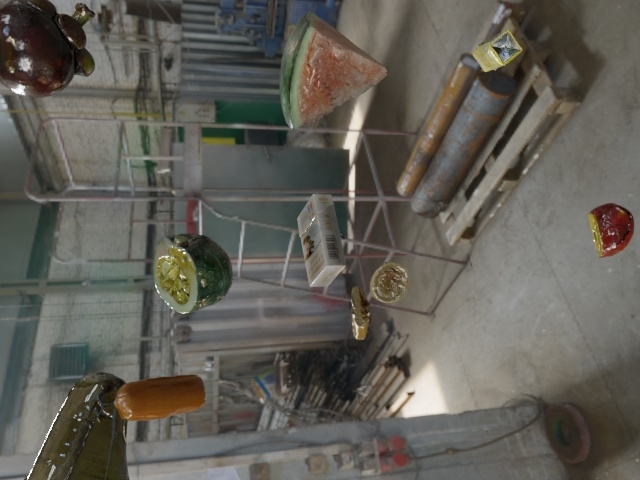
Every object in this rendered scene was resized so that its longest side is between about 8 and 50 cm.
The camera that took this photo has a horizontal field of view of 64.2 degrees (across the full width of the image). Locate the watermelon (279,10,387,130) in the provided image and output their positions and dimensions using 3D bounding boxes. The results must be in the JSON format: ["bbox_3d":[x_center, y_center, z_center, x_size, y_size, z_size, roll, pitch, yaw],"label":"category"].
[{"bbox_3d":[0.002,-0.490,1.429,0.250,0.293,0.283,54,145,36],"label":"watermelon"}]

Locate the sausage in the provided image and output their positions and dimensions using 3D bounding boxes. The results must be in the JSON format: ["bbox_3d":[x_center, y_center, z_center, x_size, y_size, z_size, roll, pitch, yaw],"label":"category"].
[{"bbox_3d":[-0.384,0.381,1.235,0.098,0.238,0.098,-6,80,39],"label":"sausage"}]

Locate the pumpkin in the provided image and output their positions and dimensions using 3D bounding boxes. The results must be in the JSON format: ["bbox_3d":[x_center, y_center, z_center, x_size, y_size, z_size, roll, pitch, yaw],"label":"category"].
[{"bbox_3d":[-0.419,0.096,1.748,0.293,0.197,0.263,28,120,38],"label":"pumpkin"}]

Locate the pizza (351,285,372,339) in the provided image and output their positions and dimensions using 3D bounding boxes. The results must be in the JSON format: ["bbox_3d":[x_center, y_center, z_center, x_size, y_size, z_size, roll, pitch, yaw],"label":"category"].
[{"bbox_3d":[0.142,0.243,1.764,0.154,0.069,0.193,82,-173,-60],"label":"pizza"}]

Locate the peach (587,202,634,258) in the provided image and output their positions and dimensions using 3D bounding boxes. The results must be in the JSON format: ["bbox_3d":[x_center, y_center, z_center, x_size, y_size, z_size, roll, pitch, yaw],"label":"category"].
[{"bbox_3d":[0.884,-0.033,1.555,0.092,0.127,0.172,67,-140,-76],"label":"peach"}]

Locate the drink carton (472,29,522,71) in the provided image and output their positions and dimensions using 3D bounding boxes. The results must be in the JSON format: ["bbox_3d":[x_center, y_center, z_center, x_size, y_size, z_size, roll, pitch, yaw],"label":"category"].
[{"bbox_3d":[0.458,-0.499,1.359,0.084,0.074,0.200,48,-173,-9],"label":"drink carton"}]

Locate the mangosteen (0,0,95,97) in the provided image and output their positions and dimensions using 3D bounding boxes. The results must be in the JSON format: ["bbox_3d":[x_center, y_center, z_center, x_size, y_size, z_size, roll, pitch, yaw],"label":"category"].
[{"bbox_3d":[-0.490,-0.334,0.894,0.172,0.184,0.172,12,104,55],"label":"mangosteen"}]

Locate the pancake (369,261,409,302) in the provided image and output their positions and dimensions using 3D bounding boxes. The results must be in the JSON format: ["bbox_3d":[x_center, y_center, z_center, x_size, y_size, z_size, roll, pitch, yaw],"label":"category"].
[{"bbox_3d":[0.237,0.143,1.742,0.025,0.152,0.151,-133,43,-73],"label":"pancake"}]

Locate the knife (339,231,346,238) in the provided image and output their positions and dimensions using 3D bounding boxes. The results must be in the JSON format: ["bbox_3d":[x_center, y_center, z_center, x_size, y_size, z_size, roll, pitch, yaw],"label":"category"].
[{"bbox_3d":[0.044,-0.037,1.876,0.031,0.121,0.018,-64,21,-6],"label":"knife"}]

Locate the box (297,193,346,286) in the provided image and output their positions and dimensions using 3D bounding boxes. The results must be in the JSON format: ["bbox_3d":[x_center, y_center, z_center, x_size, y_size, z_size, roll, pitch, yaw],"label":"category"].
[{"bbox_3d":[0.000,-0.001,1.476,0.149,0.067,0.233,129,136,-53],"label":"box"}]

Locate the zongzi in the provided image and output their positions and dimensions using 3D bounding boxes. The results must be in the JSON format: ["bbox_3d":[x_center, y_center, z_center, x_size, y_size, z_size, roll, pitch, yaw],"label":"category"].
[{"bbox_3d":[-0.594,0.583,1.449,0.393,0.174,0.356,51,-131,-50],"label":"zongzi"}]
